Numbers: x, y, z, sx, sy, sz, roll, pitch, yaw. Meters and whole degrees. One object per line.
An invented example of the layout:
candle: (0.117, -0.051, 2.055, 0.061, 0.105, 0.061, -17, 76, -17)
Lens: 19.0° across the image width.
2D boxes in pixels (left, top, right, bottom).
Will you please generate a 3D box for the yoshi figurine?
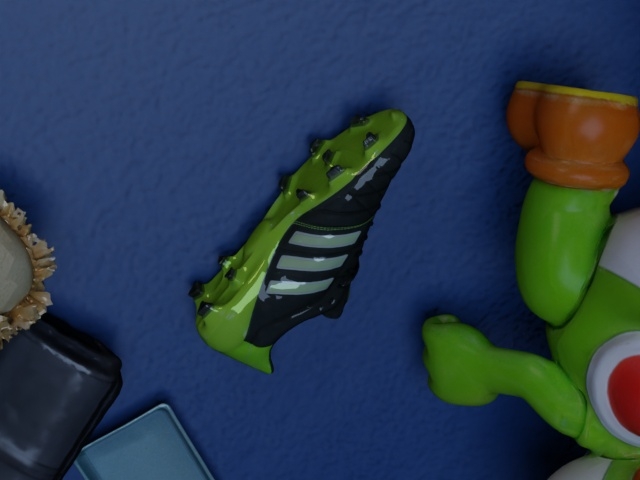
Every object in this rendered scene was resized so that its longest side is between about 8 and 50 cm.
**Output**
yoshi figurine: (0.178, 0.091, 1.121, 0.203, 0.203, 0.362, -1, 94, -50)

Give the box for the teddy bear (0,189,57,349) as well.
teddy bear: (-0.288, 0.095, 1.055, 0.245, 0.113, 0.338, 15, 96, -10)

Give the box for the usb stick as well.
usb stick: (-0.212, 0.166, 1.120, 0.077, 0.045, 0.278, 31, 100, -12)

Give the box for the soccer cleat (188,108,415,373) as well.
soccer cleat: (0.000, 0.000, 1.101, 0.072, 0.060, 0.179, 36, 105, -26)

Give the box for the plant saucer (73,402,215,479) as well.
plant saucer: (-0.076, 0.188, 1.163, 0.067, 0.018, 0.192, -29, 109, 1)
